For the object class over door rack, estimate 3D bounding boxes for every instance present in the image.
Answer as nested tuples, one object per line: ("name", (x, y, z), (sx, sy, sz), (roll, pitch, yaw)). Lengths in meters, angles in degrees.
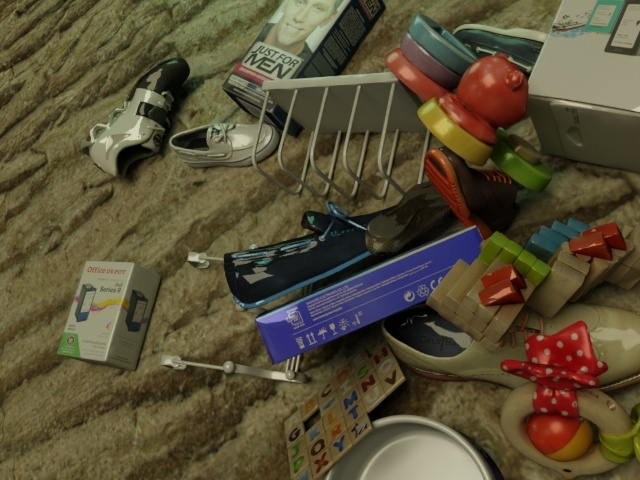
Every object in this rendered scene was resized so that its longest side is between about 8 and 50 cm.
("over door rack", (-0.159, 0.133, 1.205), (0.324, 0.108, 0.239), (0, 68, 30))

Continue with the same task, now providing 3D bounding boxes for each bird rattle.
("bird rattle", (0.321, 0.233, 0.820), (0.207, 0.253, 0.143), (-52, 13, 43))

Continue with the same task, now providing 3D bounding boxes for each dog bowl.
("dog bowl", (0.137, 0.391, 0.926), (0.265, 0.104, 0.264), (-11, 64, 25))

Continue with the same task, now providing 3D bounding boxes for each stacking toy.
("stacking toy", (0.258, -0.224, 0.983), (0.130, 0.279, 0.309), (-51, 36, 26))

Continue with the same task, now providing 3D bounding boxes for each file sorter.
("file sorter", (0.039, -0.179, 1.180), (0.278, 0.193, 0.173), (5, 75, 31))

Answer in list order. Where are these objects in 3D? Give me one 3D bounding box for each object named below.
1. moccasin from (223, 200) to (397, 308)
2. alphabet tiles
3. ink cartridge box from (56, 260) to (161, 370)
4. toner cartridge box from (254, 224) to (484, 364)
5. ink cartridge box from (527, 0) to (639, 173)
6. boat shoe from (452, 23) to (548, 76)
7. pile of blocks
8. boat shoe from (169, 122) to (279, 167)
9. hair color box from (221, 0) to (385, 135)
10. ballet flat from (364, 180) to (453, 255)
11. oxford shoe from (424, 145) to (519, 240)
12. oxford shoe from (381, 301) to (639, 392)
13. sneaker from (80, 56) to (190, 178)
("moccasin", (0.000, 0.000, 1.087), (0.342, 0.138, 0.116), (-25, 91, -16))
("alphabet tiles", (0.034, 0.268, 1.023), (0.237, 0.009, 0.198), (-44, 17, 6))
("ink cartridge box", (-0.447, 0.155, 1.368), (0.154, 0.093, 0.212), (2, 68, 31))
("toner cartridge box", (0.075, 0.081, 0.988), (0.348, 0.165, 0.075), (-23, 89, -4))
("ink cartridge box", (0.461, -0.268, 0.972), (0.197, 0.198, 0.270), (20, 81, 33))
("boat shoe", (0.313, -0.324, 1.130), (0.254, 0.095, 0.079), (31, 103, 52))
("pile of blocks", (0.313, 0.015, 0.857), (0.362, 0.112, 0.149), (-17, 58, -25))
("boat shoe", (-0.215, -0.212, 1.400), (0.258, 0.084, 0.095), (-9, 64, 26))
("hair color box", (-0.037, -0.412, 1.370), (0.174, 0.105, 0.347), (32, 85, 35))
("ballet flat", (0.158, -0.036, 1.063), (0.084, 0.058, 0.250), (26, 40, 30))
("oxford shoe", (0.234, -0.084, 0.974), (0.098, 0.271, 0.097), (-39, 59, 9))
("oxford shoe", (0.278, 0.148, 0.925), (0.397, 0.146, 0.140), (-8, 66, 27))
("sneaker", (-0.406, -0.283, 1.536), (0.146, 0.122, 0.330), (43, 92, 17))
